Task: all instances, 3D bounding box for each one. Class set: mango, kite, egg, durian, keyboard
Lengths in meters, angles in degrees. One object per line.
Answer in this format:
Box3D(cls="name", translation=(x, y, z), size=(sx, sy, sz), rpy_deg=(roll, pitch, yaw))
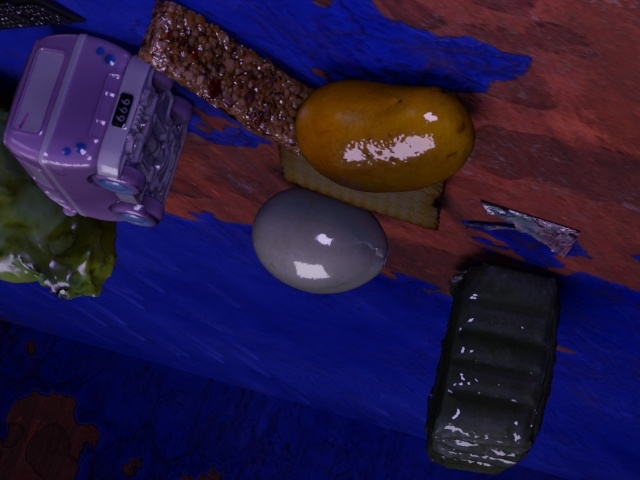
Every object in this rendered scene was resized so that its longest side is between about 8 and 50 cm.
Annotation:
Box3D(cls="mango", translation=(0.059, -0.090, 1.696), size=(0.178, 0.090, 0.115), rpy_deg=(1, 151, 34))
Box3D(cls="kite", translation=(0.204, -0.010, 1.987), size=(0.157, 0.011, 0.139), rpy_deg=(6, 159, 47))
Box3D(cls="egg", translation=(0.000, 0.000, 2.094), size=(0.152, 0.114, 0.114), rpy_deg=(13, 166, 21))
Box3D(cls="durian", translation=(-0.392, -0.081, 2.200), size=(0.340, 0.204, 0.256), rpy_deg=(20, 161, 32))
Box3D(cls="keyboard", translation=(-0.303, -0.215, 1.876), size=(0.074, 0.015, 0.196), rpy_deg=(28, 165, -36))

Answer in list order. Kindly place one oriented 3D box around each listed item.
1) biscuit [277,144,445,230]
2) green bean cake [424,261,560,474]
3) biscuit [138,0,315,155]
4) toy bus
Box3D(cls="biscuit", translation=(0.042, -0.074, 1.918), size=(0.172, 0.029, 0.254), rpy_deg=(18, 167, 5))
Box3D(cls="green bean cake", translation=(0.187, 0.142, 2.199), size=(0.125, 0.222, 0.227), rpy_deg=(10, 166, -4))
Box3D(cls="biscuit", translation=(-0.072, -0.140, 1.730), size=(0.199, 0.064, 0.034), rpy_deg=(29, 164, -33))
Box3D(cls="toy bus", translation=(-0.214, -0.105, 1.927), size=(0.142, 0.142, 0.202), rpy_deg=(12, 165, 10))
